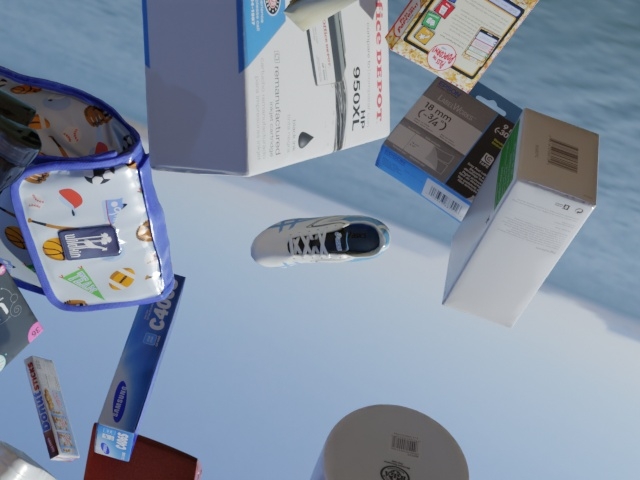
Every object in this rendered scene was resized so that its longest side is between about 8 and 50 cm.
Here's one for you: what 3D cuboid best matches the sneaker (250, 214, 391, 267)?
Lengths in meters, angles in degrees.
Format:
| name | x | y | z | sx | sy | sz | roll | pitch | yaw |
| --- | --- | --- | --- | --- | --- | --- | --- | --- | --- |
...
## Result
| name | x | y | z | sx | sy | sz | roll | pitch | yaw |
| --- | --- | --- | --- | --- | --- | --- | --- | --- | --- |
| sneaker | 0.000 | 0.000 | 1.850 | 0.237 | 0.085 | 0.086 | -7 | 179 | -3 |

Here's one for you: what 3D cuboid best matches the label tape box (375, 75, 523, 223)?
| name | x | y | z | sx | sy | sz | roll | pitch | yaw |
| --- | --- | --- | --- | --- | --- | --- | --- | --- | --- |
| label tape box | 0.311 | -0.232 | 2.383 | 0.240 | 0.334 | 0.106 | 34 | 156 | 10 |

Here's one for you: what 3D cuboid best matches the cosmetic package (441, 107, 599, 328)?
| name | x | y | z | sx | sy | sz | roll | pitch | yaw |
| --- | --- | --- | --- | --- | --- | --- | --- | --- | --- |
| cosmetic package | 0.360 | -0.032 | 2.016 | 0.155 | 0.365 | 0.197 | 19 | -134 | -5 |

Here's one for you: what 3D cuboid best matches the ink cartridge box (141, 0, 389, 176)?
| name | x | y | z | sx | sy | sz | roll | pitch | yaw |
| --- | --- | --- | --- | --- | --- | --- | --- | --- | --- |
| ink cartridge box | -0.060 | -0.260 | 1.534 | 0.166 | 0.286 | 0.395 | 6 | -165 | 29 |

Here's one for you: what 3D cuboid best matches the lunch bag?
| name | x | y | z | sx | sy | sz | roll | pitch | yaw |
| --- | --- | --- | --- | --- | --- | --- | --- | --- | --- |
| lunch bag | -0.428 | -0.070 | 1.807 | 0.385 | 0.239 | 0.328 | 17 | 137 | 21 |

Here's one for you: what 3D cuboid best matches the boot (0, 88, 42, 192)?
| name | x | y | z | sx | sy | sz | roll | pitch | yaw |
| --- | --- | --- | --- | --- | --- | --- | --- | --- | --- |
| boot | -0.448 | -0.073 | 1.393 | 0.091 | 0.229 | 0.263 | 28 | -166 | -29 |

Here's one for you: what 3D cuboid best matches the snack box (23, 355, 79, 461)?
| name | x | y | z | sx | sy | sz | roll | pitch | yaw |
| --- | --- | --- | --- | --- | --- | --- | --- | --- | --- |
| snack box | -0.448 | 0.280 | 1.846 | 0.178 | 0.022 | 0.064 | 69 | -168 | 21 |

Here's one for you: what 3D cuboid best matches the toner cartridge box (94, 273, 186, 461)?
| name | x | y | z | sx | sy | sz | roll | pitch | yaw |
| --- | --- | --- | --- | --- | --- | --- | --- | --- | --- |
| toner cartridge box | -0.356 | 0.243 | 2.196 | 0.075 | 0.348 | 0.165 | 16 | 147 | -3 |

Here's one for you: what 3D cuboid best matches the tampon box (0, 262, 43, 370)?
| name | x | y | z | sx | sy | sz | roll | pitch | yaw |
| --- | --- | --- | --- | --- | --- | --- | --- | --- | --- |
| tampon box | -0.538 | 0.114 | 1.747 | 0.101 | 0.120 | 0.161 | 21 | 146 | 35 |

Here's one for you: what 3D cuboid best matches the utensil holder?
| name | x | y | z | sx | sy | sz | roll | pitch | yaw |
| --- | --- | --- | --- | --- | --- | --- | --- | --- | --- |
| utensil holder | 0.115 | 0.575 | 2.317 | 0.327 | 0.385 | 0.328 | 7 | -133 | -8 |

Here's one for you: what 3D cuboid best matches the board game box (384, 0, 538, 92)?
| name | x | y | z | sx | sy | sz | roll | pitch | yaw |
| --- | --- | --- | --- | --- | --- | --- | --- | --- | --- |
| board game box | 0.207 | -0.324 | 1.575 | 0.146 | 0.193 | 0.045 | 25 | -153 | -25 |

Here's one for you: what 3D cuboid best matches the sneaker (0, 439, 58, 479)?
| name | x | y | z | sx | sy | sz | roll | pitch | yaw |
| --- | --- | --- | --- | --- | --- | --- | --- | --- | --- |
| sneaker | -0.555 | 0.465 | 1.969 | 0.108 | 0.169 | 0.292 | 31 | 165 | 20 |

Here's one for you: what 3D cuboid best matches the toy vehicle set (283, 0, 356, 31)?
| name | x | y | z | sx | sy | sz | roll | pitch | yaw |
| --- | --- | --- | --- | --- | --- | --- | --- | --- | --- |
| toy vehicle set | 0.080 | -0.346 | 1.263 | 0.035 | 0.166 | 0.267 | 43 | 149 | -20 |

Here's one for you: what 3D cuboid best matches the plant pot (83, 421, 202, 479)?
| name | x | y | z | sx | sy | sz | roll | pitch | yaw |
| --- | --- | --- | --- | --- | --- | --- | --- | --- | --- |
| plant pot | -0.395 | 0.567 | 2.474 | 0.235 | 0.267 | 0.267 | 7 | 164 | -1 |
